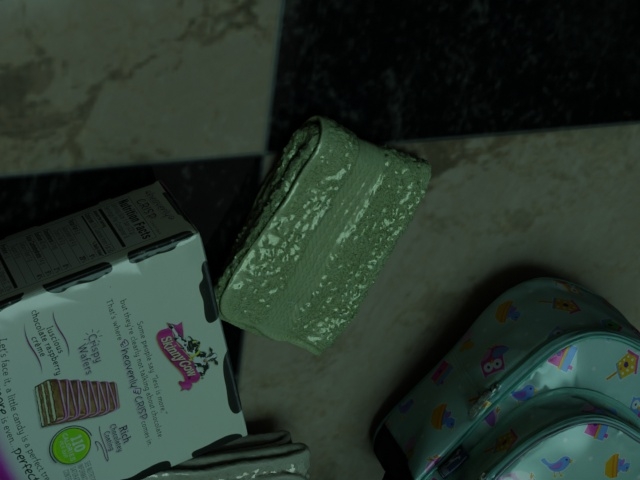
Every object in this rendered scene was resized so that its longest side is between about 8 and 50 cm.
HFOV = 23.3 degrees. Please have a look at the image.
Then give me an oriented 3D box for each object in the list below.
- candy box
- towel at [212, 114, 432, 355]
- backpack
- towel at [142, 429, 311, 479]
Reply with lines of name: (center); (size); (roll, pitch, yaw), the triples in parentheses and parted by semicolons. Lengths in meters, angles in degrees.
candy box: (-0.172, 0.081, 0.898); (0.233, 0.071, 0.159); (-20, 127, -15)
towel: (0.000, 0.000, 0.970); (0.110, 0.027, 0.148); (19, 108, -36)
backpack: (0.153, 0.128, 1.059); (0.166, 0.144, 0.188); (31, 98, -32)
towel: (-0.110, 0.252, 1.051); (0.187, 0.049, 0.282); (-2, 120, -26)
